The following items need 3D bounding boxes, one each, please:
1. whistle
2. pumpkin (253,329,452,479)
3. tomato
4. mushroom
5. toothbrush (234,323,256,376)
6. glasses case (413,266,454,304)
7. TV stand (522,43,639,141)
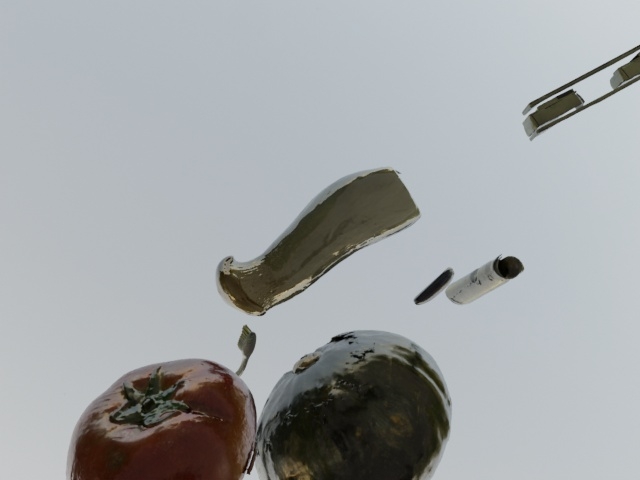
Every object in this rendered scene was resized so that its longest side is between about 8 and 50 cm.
[{"bbox_3d":[0.361,0.098,1.298,0.068,0.326,0.057,32,-107,4],"label":"whistle"},{"bbox_3d":[0.063,0.385,1.219,0.344,0.454,0.454,46,-117,-6],"label":"pumpkin"},{"bbox_3d":[-0.180,0.206,0.628,0.225,0.225,0.085,-39,-52,-27],"label":"tomato"},{"bbox_3d":[0.000,0.000,0.850,0.329,0.159,0.122,-34,-102,-3],"label":"mushroom"},{"bbox_3d":[-0.187,0.314,1.170,0.028,0.375,0.037,-14,-134,-42],"label":"toothbrush"},{"bbox_3d":[0.186,0.078,0.932,0.023,0.083,0.033,46,-161,7],"label":"glasses case"},{"bbox_3d":[0.363,-0.201,0.703,0.249,0.036,0.042,-28,-100,1],"label":"TV stand"}]
